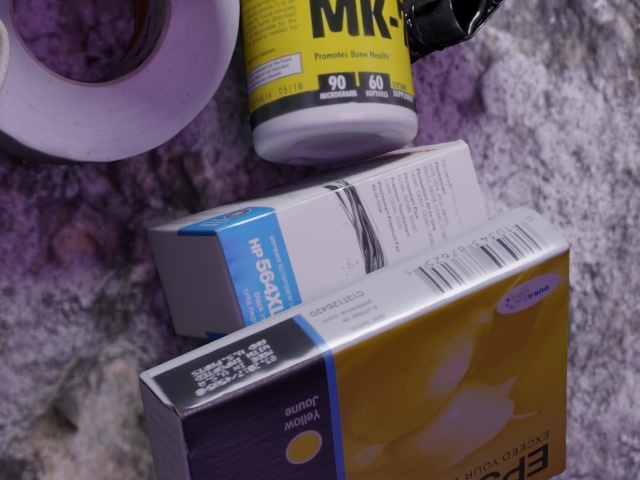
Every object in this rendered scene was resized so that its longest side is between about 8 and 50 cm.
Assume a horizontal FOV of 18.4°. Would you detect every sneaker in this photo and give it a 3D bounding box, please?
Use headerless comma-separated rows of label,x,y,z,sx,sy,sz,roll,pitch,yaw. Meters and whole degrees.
sneaker,0.076,-0.161,1.465,0.170,0.089,0.051,-38,105,-19

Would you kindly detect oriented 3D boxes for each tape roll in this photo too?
tape roll,-0.169,-0.162,1.366,0.219,0.072,0.219,-1,92,-24

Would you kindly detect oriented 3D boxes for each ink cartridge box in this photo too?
ink cartridge box,0.000,0.000,1.401,0.203,0.148,0.086,-18,97,-22
ink cartridge box,0.037,0.160,1.384,0.303,0.072,0.307,-24,130,-21

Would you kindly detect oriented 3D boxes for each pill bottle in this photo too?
pill bottle,0.000,-0.166,1.402,0.119,0.119,0.208,-2,78,-24

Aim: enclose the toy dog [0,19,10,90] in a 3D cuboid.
toy dog,-0.159,-0.225,1.242,0.334,0.161,0.220,-31,102,-21
